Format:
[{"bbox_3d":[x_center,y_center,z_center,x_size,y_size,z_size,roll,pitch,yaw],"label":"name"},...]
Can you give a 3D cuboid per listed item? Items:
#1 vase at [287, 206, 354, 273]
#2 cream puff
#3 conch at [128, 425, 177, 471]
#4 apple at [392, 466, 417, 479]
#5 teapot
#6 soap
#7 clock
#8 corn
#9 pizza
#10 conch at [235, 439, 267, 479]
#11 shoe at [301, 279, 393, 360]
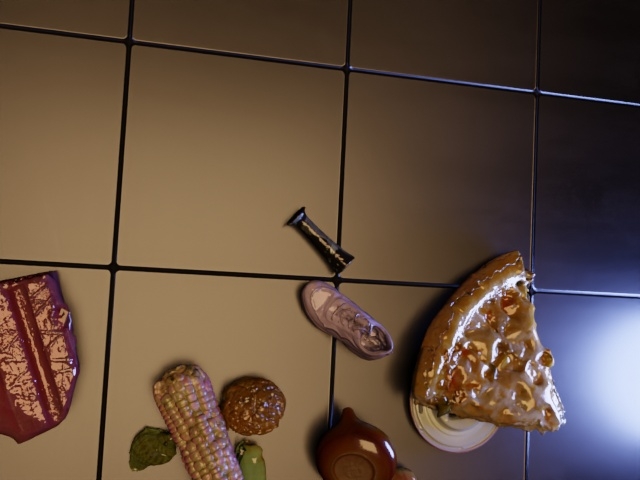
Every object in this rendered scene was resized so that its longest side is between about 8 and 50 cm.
[{"bbox_3d":[0.000,0.000,1.737,0.167,0.059,0.059,45,77,-7],"label":"vase"},{"bbox_3d":[-0.144,0.360,1.654,0.144,0.103,0.126,-2,86,-17],"label":"cream puff"},{"bbox_3d":[-0.358,0.440,1.625,0.121,0.074,0.089,-35,62,2],"label":"conch"},{"bbox_3d":[0.184,0.560,1.744,0.084,0.071,0.083,-1,94,-11],"label":"apple"},{"bbox_3d":[0.089,0.491,1.703,0.178,0.135,0.252,-10,110,18],"label":"teapot"},{"bbox_3d":[-0.595,0.234,1.536,0.220,0.127,0.324,-14,91,-14],"label":"soap"},{"bbox_3d":[0.323,0.376,1.797,0.245,0.056,0.244,1,86,-15],"label":"clock"},{"bbox_3d":[-0.242,0.419,1.593,0.127,0.126,0.335,-23,82,-14],"label":"corn"},{"bbox_3d":[0.370,0.264,1.759,0.392,0.080,0.434,-12,79,-22],"label":"pizza"},{"bbox_3d":[-0.157,0.524,1.660,0.106,0.079,0.170,22,78,-26],"label":"conch"},{"bbox_3d":[0.063,0.180,1.702,0.245,0.137,0.095,42,74,-8],"label":"shoe"}]
